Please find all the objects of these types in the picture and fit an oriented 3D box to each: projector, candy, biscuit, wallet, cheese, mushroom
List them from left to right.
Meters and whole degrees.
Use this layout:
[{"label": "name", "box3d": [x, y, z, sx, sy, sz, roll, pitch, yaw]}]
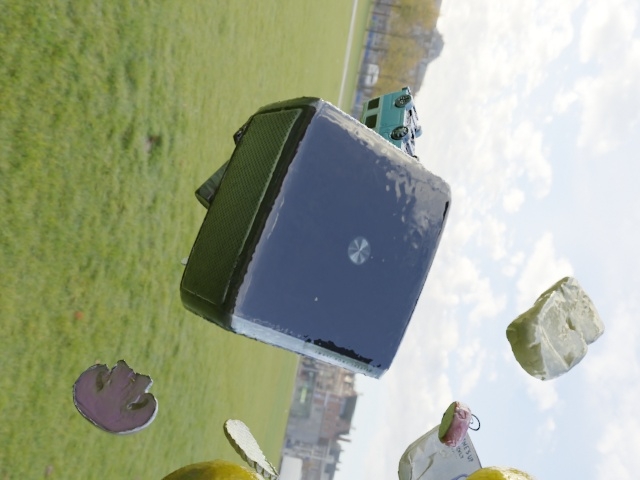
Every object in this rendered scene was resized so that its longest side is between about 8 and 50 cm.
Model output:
[{"label": "mushroom", "box3d": [-0.450, 0.358, 1.280, 0.141, 0.188, 0.117, -55, 173, -40]}, {"label": "biscuit", "box3d": [-0.254, 0.691, 1.954, 0.036, 0.187, 0.273, -46, -140, -5]}, {"label": "projector", "box3d": [0.000, 0.000, 1.075, 0.242, 0.395, 0.405, 11, -102, 56]}, {"label": "wallet", "box3d": [0.358, 0.669, 1.638, 0.335, 0.275, 0.068, 70, -15, -9]}, {"label": "candy", "box3d": [0.299, 0.410, 1.296, 0.103, 0.043, 0.103, 23, 90, -86]}, {"label": "cheese", "box3d": [0.535, 0.202, 1.321, 0.263, 0.159, 0.093, -32, 172, -33]}]

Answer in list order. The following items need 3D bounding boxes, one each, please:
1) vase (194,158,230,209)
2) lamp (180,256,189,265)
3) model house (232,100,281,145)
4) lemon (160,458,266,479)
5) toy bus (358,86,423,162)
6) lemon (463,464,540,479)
[{"label": "vase", "box3d": [-0.157, -0.144, 1.155, 0.211, 0.060, 0.060, -47, 167, -19]}, {"label": "lamp", "box3d": [-0.340, 0.099, 1.545, 0.198, 0.050, 0.056, -121, -160, -62]}, {"label": "model house", "box3d": [-0.084, -0.278, 1.389, 0.164, 0.141, 0.203, -22, -147, 39]}, {"label": "lemon", "box3d": [-0.157, 0.421, 0.828, 0.204, 0.260, 0.204, -15, 90, -76]}, {"label": "toy bus", "box3d": [0.181, -0.274, 1.583, 0.133, 0.165, 0.271, 59, 32, -46]}, {"label": "lemon", "box3d": [0.293, 0.446, 0.910, 0.203, 0.178, 0.178, -121, -138, -83]}]
